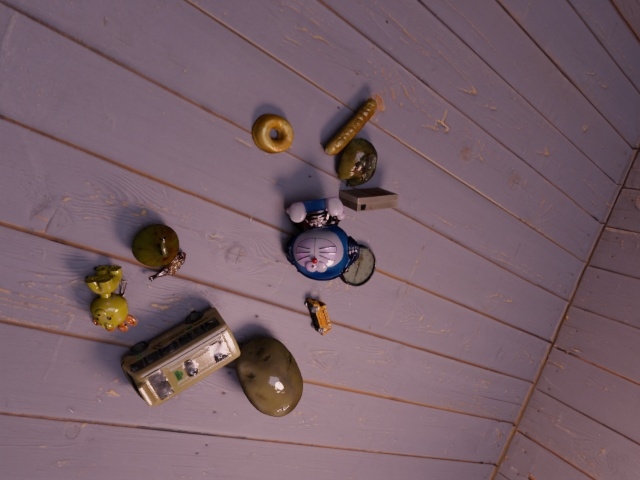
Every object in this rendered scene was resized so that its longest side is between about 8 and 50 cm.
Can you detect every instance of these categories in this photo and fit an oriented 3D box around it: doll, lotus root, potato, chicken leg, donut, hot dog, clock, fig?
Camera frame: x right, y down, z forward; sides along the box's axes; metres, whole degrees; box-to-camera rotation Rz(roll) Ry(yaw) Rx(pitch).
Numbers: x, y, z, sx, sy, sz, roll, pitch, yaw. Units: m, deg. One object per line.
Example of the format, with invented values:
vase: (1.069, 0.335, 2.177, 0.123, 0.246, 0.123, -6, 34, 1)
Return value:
doll: (-0.670, 0.197, 1.455, 0.143, 0.135, 0.221, -4, 114, 3)
doll: (0.000, 0.000, 1.730, 0.284, 0.240, 0.310, -8, 95, 13)
lotus root: (0.162, -0.295, 1.803, 0.183, 0.078, 0.203, -14, 127, -33)
potato: (-0.188, 0.527, 1.750, 0.221, 0.243, 0.326, -20, 109, 1)
chicken leg: (-0.513, 0.091, 1.551, 0.145, 0.037, 0.062, -44, 156, -12)
donut: (-0.164, -0.378, 1.629, 0.152, 0.058, 0.152, -10, 108, -31)
hot dog: (0.121, -0.434, 1.764, 0.061, 0.088, 0.286, 39, 83, 5)
clock: (0.159, 0.108, 1.960, 0.184, 0.040, 0.184, -8, 107, -29)
fig: (-0.507, 0.023, 1.458, 0.142, 0.186, 0.148, 12, 105, -49)

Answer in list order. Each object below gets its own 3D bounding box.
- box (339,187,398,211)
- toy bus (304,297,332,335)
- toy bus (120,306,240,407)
box: (0.194, -0.167, 1.849, 0.201, 0.141, 0.058, -7, 111, -28)
toy bus: (-0.007, 0.308, 1.899, 0.074, 0.069, 0.162, -26, 116, -23)
toy bus: (-0.474, 0.398, 1.567, 0.365, 0.202, 0.177, -30, 117, -21)
